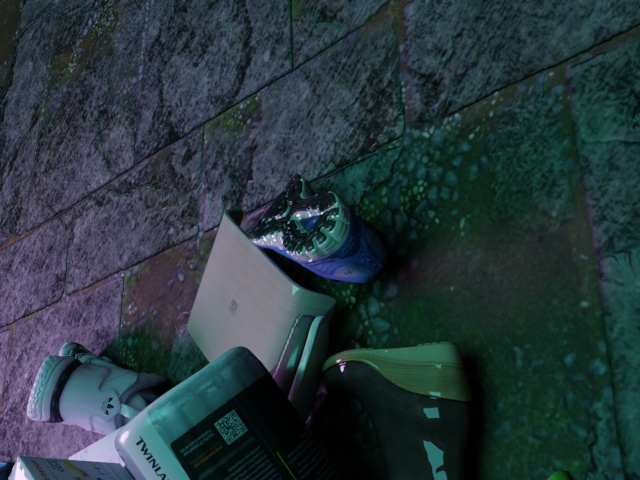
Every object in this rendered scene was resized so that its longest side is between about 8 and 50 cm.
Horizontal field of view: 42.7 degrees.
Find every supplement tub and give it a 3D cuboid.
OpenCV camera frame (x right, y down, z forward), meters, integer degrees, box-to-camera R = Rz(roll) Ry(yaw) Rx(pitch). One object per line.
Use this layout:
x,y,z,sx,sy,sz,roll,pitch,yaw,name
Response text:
-0.078,0.317,1.002,0.207,0.207,0.338,-39,84,29,supplement tub

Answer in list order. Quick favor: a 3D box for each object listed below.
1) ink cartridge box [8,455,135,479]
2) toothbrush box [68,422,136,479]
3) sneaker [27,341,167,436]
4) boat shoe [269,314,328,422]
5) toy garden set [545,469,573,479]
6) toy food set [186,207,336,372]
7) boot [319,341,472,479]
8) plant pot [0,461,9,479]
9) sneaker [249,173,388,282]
-0.362,0.403,1.190,0.128,0.176,0.127,27,96,47,ink cartridge box
-0.280,0.415,1.328,0.295,0.126,0.216,-33,53,36,toothbrush box
-0.400,0.283,1.510,0.366,0.210,0.137,158,129,-81,sneaker
-0.066,0.241,1.154,0.091,0.109,0.305,18,97,19,boat shoe
0.213,0.397,0.866,0.244,0.049,0.204,-48,45,22,toy garden set
-0.101,0.110,1.307,0.306,0.092,0.219,42,117,48,toy food set
0.085,0.242,1.038,0.248,0.090,0.207,-17,66,47,boot
-0.780,0.611,1.697,0.272,0.272,0.255,-14,79,43,plant pot
0.000,0.000,1.198,0.130,0.147,0.330,-52,21,-1,sneaker
